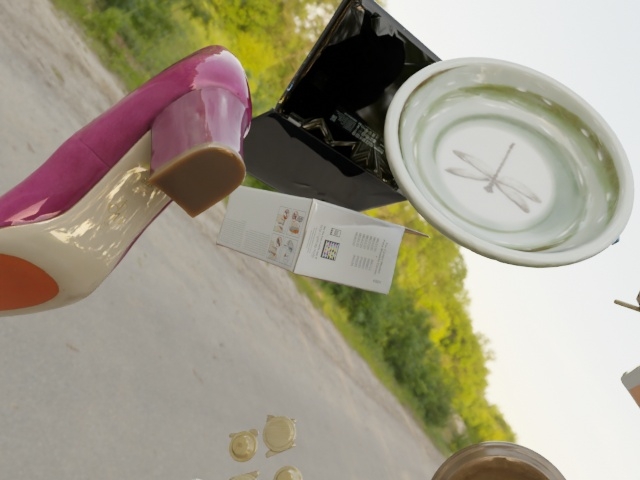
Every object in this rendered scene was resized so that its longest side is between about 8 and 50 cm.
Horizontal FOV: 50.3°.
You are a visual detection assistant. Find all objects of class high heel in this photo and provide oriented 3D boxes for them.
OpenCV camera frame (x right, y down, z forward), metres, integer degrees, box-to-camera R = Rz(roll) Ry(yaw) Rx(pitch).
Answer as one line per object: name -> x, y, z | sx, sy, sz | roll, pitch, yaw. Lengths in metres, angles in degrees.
high heel -> -0.229, -0.054, 0.679 | 0.181, 0.377, 0.127 | -98, 161, -44

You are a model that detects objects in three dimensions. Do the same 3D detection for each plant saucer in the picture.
plant saucer -> 0.319, 0.498, 1.201 | 0.277, 0.278, 0.041 | 64, 4, 13
plant saucer -> 0.285, -0.115, 1.079 | 0.100, 0.401, 0.400 | 110, -41, -57

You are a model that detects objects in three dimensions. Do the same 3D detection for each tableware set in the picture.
tableware set -> -0.102, 0.396, 1.211 | 0.020, 0.141, 0.168 | 57, 23, -57

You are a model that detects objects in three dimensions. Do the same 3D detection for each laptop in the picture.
laptop -> 0.041, -0.245, 1.402 | 0.382, 0.408, 0.236 | 28, 9, -35

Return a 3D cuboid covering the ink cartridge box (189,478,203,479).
ink cartridge box -> -0.304, 0.591, 1.483 | 0.063, 0.150, 0.109 | 36, 42, -36

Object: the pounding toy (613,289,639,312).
pounding toy -> 0.669, 0.130, 1.321 | 0.130, 0.141, 0.100 | -79, 178, -57

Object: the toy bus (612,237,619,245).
toy bus -> 0.498, -0.074, 1.371 | 0.202, 0.191, 0.104 | 23, -17, 3

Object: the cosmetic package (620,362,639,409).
cosmetic package -> 0.527, 0.290, 0.699 | 0.453, 0.162, 0.230 | 62, 2, 23

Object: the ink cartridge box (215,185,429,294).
ink cartridge box -> 0.000, 0.000, 1.274 | 0.272, 0.130, 0.309 | 15, 0, -33
